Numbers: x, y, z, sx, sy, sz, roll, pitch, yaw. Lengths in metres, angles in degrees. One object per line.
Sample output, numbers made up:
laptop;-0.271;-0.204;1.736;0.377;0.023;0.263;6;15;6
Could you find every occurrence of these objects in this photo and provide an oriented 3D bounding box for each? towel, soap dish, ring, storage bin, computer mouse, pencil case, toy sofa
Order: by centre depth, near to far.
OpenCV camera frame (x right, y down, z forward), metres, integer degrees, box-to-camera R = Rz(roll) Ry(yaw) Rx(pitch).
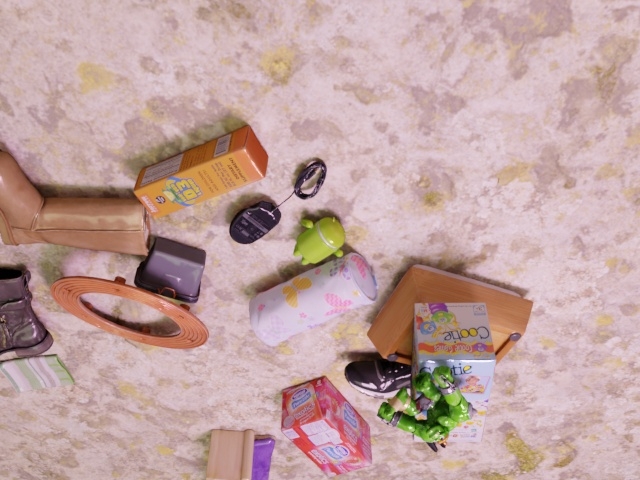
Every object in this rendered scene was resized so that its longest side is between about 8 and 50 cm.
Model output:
computer mouse;-0.081;-0.074;1.335;0.242;0.041;0.071;-36;122;21
storage bin;-0.295;0.058;1.421;0.135;0.098;0.091;18;120;-16
pencil case;-0.016;0.126;1.461;0.273;0.113;0.124;-27;137;23
ring;-0.392;0.147;1.473;0.337;0.032;0.336;11;152;6
soap dish;0.276;0.185;1.511;0.291;0.118;0.229;16;131;-15
towel;-0.687;0.324;1.710;0.152;0.023;0.113;-8;133;8
toy sofa;-0.223;0.683;1.954;0.177;0.150;0.362;6;132;-3

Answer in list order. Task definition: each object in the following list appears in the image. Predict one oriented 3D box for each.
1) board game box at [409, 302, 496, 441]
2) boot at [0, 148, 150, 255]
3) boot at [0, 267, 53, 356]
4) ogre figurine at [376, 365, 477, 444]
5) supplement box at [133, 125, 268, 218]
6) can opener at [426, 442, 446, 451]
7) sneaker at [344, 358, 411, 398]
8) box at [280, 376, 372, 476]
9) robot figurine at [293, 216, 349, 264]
board game box;0.255;0.266;1.407;0.144;0.142;0.275;-1;133;4
boot;-0.460;-0.069;1.309;0.270;0.089;0.236;4;142;-4
boot;-0.718;0.152;1.521;0.263;0.091;0.229;-8;127;2
ogre figurine;0.201;0.306;1.291;0.118;0.097;0.197;39;112;-5
supplement box;-0.213;-0.118;1.261;0.233;0.080;0.078;-18;128;19
can opener;0.291;0.512;1.856;0.059;0.073;0.186;-17;140;5
sneaker;0.198;0.295;1.645;0.283;0.107;0.124;10;117;-14
box;0.018;0.472;1.773;0.128;0.122;0.257;-22;129;20
robot figurine;0.000;0.000;1.375;0.115;0.067;0.101;-36;112;28
